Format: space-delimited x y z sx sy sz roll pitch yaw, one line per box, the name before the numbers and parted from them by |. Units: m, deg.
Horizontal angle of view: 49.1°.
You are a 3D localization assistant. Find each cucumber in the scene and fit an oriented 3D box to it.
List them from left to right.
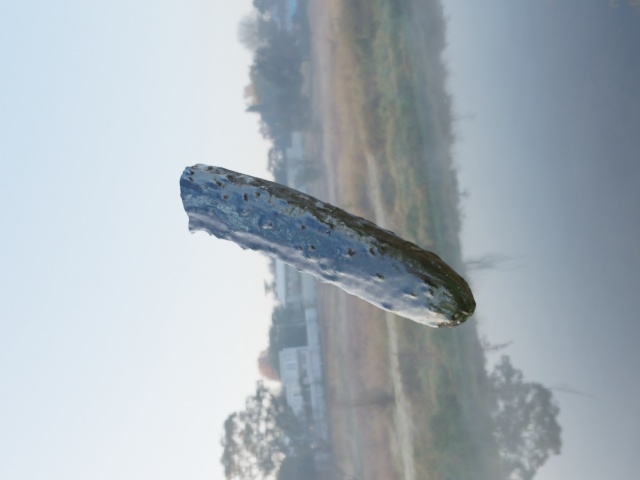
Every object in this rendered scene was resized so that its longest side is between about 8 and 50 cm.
cucumber | 0.000 0.000 0.648 0.072 0.303 0.081 -52 -27 -40
